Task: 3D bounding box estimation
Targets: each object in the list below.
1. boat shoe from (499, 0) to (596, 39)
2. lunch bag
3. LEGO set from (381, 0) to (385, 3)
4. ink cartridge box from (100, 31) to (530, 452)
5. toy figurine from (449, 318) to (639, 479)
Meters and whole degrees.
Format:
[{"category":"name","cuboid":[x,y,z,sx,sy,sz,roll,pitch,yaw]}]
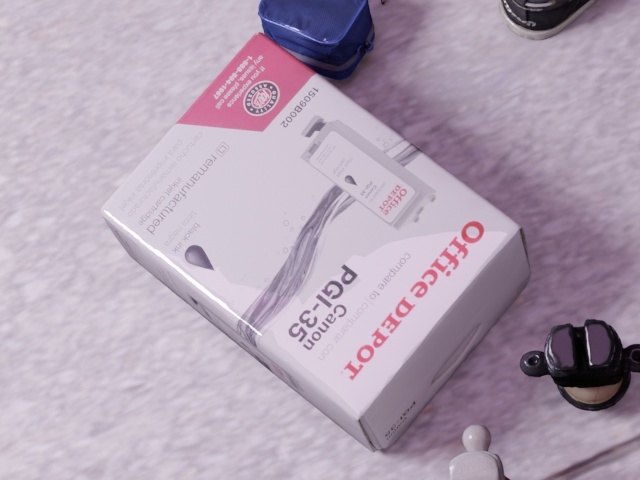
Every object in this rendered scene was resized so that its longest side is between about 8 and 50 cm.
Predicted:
[{"category":"boat shoe","cuboid":[0.244,-0.269,1.661,0.233,0.079,0.084,-44,68,-9]},{"category":"lunch bag","cuboid":[0.001,-0.183,1.677,0.098,0.065,0.067,26,67,21]},{"category":"LEGO set","cuboid":[0.023,-0.232,1.712,0.083,0.023,0.054,-3,70,8]},{"category":"ink cartridge box","cuboid":[0.000,0.000,1.584,0.283,0.117,0.207,37,80,19]},{"category":"toy figurine","cuboid":[0.212,0.183,1.477,0.213,0.148,0.209,37,86,17]}]
